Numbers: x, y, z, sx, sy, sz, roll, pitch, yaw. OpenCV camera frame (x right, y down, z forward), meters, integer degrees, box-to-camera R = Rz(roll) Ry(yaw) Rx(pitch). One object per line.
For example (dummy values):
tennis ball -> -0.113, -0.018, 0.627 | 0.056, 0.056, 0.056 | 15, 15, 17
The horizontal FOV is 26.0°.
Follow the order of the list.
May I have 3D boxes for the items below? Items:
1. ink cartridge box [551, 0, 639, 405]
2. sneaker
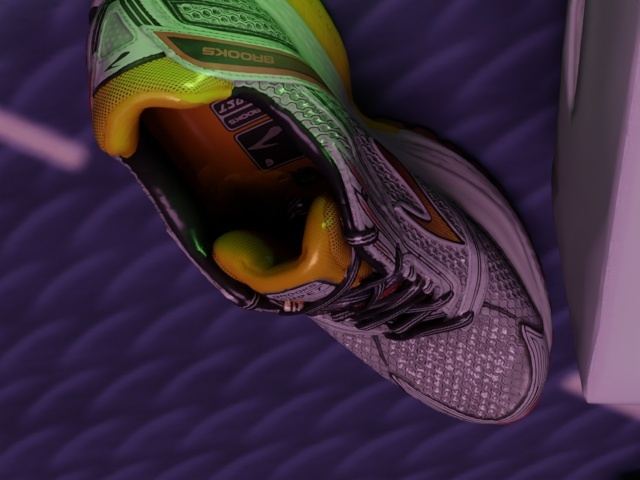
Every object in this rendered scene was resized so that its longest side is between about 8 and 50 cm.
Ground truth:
ink cartridge box -> 0.189, -0.042, 0.369 | 0.237, 0.100, 0.172 | 1, 130, 4
sneaker -> 0.000, 0.000, 0.464 | 0.088, 0.092, 0.225 | -30, 124, 28
